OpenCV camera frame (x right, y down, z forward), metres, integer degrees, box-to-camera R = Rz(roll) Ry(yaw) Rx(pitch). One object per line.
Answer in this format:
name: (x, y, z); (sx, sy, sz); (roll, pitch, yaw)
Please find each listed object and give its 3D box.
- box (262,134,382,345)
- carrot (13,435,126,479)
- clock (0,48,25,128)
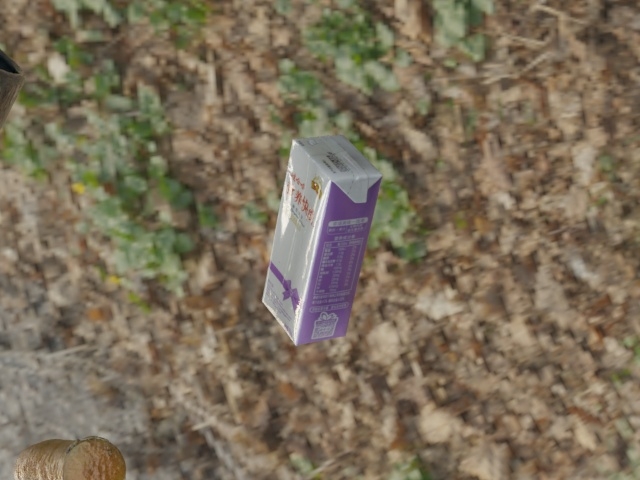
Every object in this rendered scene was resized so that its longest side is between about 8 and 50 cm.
box: (0.000, 0.000, 0.882); (0.050, 0.036, 0.117); (51, 138, 43)
carrot: (-0.186, 0.160, 1.073); (0.139, 0.048, 0.048); (-10, 92, 57)
clock: (-0.399, -0.194, 1.165); (0.386, 0.386, 0.076); (35, 94, 25)
